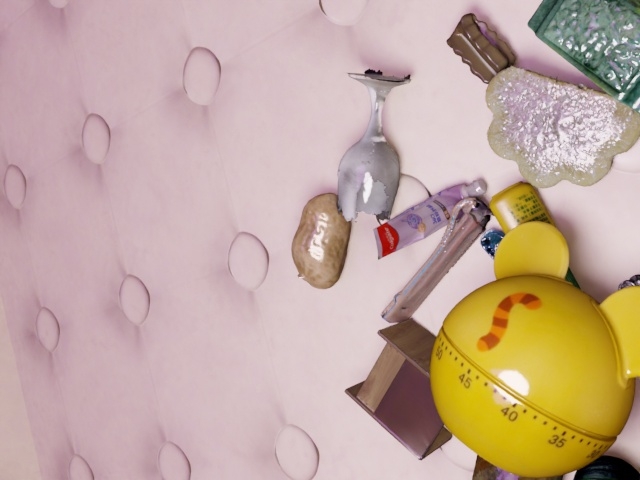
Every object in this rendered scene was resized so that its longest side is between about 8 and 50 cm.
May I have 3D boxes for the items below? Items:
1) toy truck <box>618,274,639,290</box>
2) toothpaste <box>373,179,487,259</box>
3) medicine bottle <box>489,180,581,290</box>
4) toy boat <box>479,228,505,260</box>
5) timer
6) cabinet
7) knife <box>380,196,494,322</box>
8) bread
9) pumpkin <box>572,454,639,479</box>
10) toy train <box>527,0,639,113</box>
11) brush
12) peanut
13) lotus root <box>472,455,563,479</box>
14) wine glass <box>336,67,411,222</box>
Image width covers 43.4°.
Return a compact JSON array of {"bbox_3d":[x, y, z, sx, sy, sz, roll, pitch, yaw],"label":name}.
[{"bbox_3d":[0.618,0.061,1.327,0.259,0.088,0.121,-44,69,33],"label":"toy truck"},{"bbox_3d":[0.220,-0.049,1.672,0.301,0.048,0.075,-32,80,40],"label":"toothpaste"},{"bbox_3d":[0.413,0.015,1.497,0.260,0.095,0.064,61,164,8],"label":"medicine bottle"},{"bbox_3d":[0.364,0.032,1.551,0.137,0.061,0.060,47,122,24],"label":"toy boat"},{"bbox_3d":[0.378,0.192,1.353,0.376,0.376,0.386,35,100,31],"label":"timer"},{"bbox_3d":[0.199,0.300,1.669,0.215,0.148,0.174,38,118,26],"label":"cabinet"},{"bbox_3d":[0.234,0.046,1.660,0.365,0.089,0.043,-57,18,32],"label":"knife"},{"bbox_3d":[0.422,-0.191,1.449,0.287,0.056,0.207,19,113,25],"label":"bread"},{"bbox_3d":[0.499,0.479,1.409,0.140,0.202,0.201,-3,94,23],"label":"pumpkin"},{"bbox_3d":[0.493,-0.329,1.284,0.299,0.238,0.167,47,125,26],"label":"toy train"},{"bbox_3d":[0.357,-0.301,1.523,0.301,0.071,0.084,52,141,12],"label":"brush"},{"bbox_3d":[0.000,0.000,1.808,0.129,0.129,0.224,17,104,37],"label":"peanut"},{"bbox_3d":[0.374,0.459,1.539,0.160,0.152,0.274,15,105,34],"label":"lotus root"},{"bbox_3d":[0.108,-0.197,1.689,0.143,0.143,0.321,14,107,38],"label":"wine glass"}]
